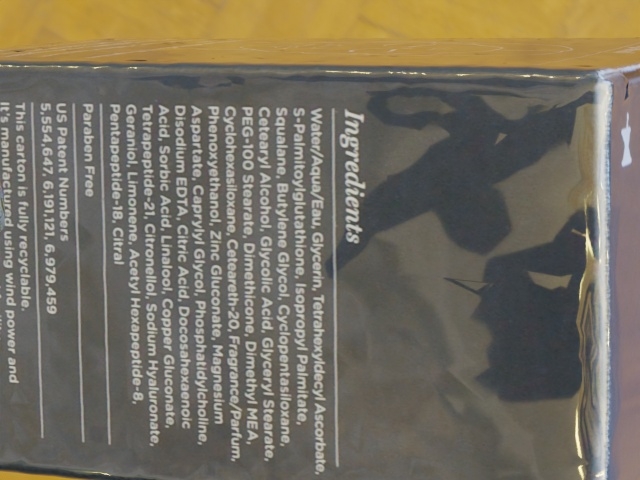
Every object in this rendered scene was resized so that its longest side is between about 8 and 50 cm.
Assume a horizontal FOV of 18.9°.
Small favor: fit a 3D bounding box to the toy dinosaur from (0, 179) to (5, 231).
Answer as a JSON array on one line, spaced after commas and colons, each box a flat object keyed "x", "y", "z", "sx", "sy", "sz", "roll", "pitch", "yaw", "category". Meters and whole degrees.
[{"x": -0.160, "y": 0.006, "z": 0.590, "sx": 0.064, "sy": 0.268, "sz": 0.118, "roll": -33, "pitch": 88, "yaw": -23, "category": "toy dinosaur"}]

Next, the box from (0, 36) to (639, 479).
[{"x": 0.000, "y": 0.000, "z": 1.031, "sx": 0.395, "sy": 0.293, "sz": 0.212, "roll": 2, "pitch": 99, "yaw": 23, "category": "box"}]
